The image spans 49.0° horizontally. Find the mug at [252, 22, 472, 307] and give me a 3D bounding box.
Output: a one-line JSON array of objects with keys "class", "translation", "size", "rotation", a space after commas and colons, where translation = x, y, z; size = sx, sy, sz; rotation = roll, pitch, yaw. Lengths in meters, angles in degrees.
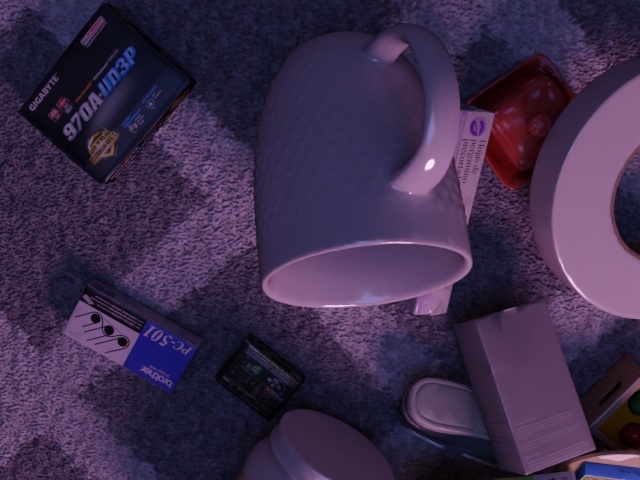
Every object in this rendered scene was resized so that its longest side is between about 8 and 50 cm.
[{"class": "mug", "translation": [0.062, -0.118, 0.919], "size": [0.276, 0.374, 0.327], "rotation": [3, 68, -23]}]

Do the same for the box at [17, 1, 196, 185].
[{"class": "box", "translation": [-0.328, -0.223, 1.088], "size": [0.175, 0.051, 0.220], "rotation": [43, 101, -5]}]

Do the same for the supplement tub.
[{"class": "supplement tub", "translation": [-0.047, 0.460, 1.117], "size": [0.236, 0.235, 0.324], "rotation": [27, 102, -2]}]

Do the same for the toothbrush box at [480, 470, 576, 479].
[{"class": "toothbrush box", "translation": [0.270, 0.470, 1.092], "size": [0.284, 0.122, 0.206], "rotation": [-12, 135, 18]}]

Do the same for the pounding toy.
[{"class": "pounding toy", "translation": [0.518, 0.326, 1.129], "size": [0.206, 0.094, 0.181], "rotation": [40, 101, -4]}]

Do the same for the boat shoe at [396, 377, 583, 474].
[{"class": "boat shoe", "translation": [0.276, 0.312, 1.156], "size": [0.320, 0.116, 0.099], "rotation": [20, 147, -9]}]

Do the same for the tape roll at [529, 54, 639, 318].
[{"class": "tape roll", "translation": [0.492, -0.073, 1.007], "size": [0.392, 0.072, 0.391], "rotation": [-5, 111, -12]}]

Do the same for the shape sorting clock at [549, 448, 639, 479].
[{"class": "shape sorting clock", "translation": [0.454, 0.381, 1.098], "size": [0.206, 0.040, 0.206], "rotation": [3, 139, 3]}]

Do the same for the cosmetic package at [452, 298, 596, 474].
[{"class": "cosmetic package", "translation": [0.306, 0.219, 1.070], "size": [0.127, 0.107, 0.237], "rotation": [-13, 78, -13]}]

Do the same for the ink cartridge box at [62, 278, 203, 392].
[{"class": "ink cartridge box", "translation": [-0.310, 0.158, 1.167], "size": [0.207, 0.046, 0.097], "rotation": [29, 102, -3]}]

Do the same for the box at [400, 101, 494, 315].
[{"class": "box", "translation": [0.183, -0.043, 1.058], "size": [0.063, 0.067, 0.323], "rotation": [0, 111, -25]}]

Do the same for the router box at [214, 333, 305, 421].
[{"class": "router box", "translation": [-0.101, 0.229, 1.174], "size": [0.122, 0.038, 0.092], "rotation": [39, 101, -5]}]

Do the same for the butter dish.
[{"class": "butter dish", "translation": [0.310, -0.171, 1.029], "size": [0.160, 0.118, 0.159], "rotation": [-34, 97, 9]}]
